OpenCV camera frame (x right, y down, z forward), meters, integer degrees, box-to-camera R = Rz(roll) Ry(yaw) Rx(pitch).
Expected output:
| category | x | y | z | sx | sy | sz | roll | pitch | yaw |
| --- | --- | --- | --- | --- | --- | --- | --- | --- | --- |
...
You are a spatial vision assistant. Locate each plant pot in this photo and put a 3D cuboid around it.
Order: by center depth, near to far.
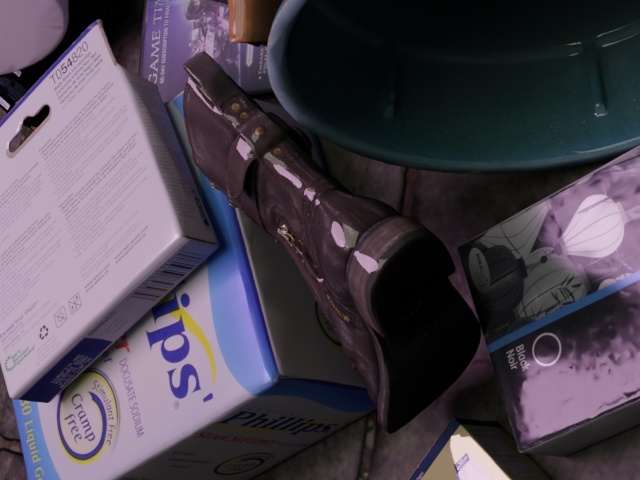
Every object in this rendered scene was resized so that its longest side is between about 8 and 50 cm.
| category | x | y | z | sx | sy | sz | roll | pitch | yaw |
| --- | --- | --- | --- | --- | --- | --- | --- | --- | --- |
| plant pot | 0.128 | -0.268 | 1.068 | 0.341 | 0.341 | 0.334 | -22 | 60 | 37 |

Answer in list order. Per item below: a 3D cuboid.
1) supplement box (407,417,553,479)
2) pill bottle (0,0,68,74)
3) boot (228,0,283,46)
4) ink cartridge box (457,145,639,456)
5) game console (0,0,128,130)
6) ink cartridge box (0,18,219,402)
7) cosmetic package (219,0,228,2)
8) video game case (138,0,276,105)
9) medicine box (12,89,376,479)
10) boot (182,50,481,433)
| category | x | y | z | sx | sy | sz | roll | pitch | yaw |
| --- | --- | --- | --- | --- | --- | --- | --- | --- | --- |
| supplement box | 0.114 | 0.185 | 1.149 | 0.083 | 0.056 | 0.083 | 47 | 112 | 36 |
| pill bottle | -0.338 | -0.363 | 1.491 | 0.224 | 0.224 | 0.392 | -27 | 58 | 35 |
| boot | -0.066 | -0.273 | 1.088 | 0.096 | 0.264 | 0.280 | 1 | 91 | 8 |
| ink cartridge box | 0.252 | 0.010 | 1.061 | 0.332 | 0.065 | 0.165 | -31 | 62 | 32 |
| game console | -0.322 | -0.273 | 1.635 | 0.361 | 0.044 | 0.213 | 39 | 106 | 38 |
| ink cartridge box | -0.195 | -0.022 | 1.270 | 0.223 | 0.045 | 0.224 | -41 | 56 | 28 |
| cosmetic package | -0.035 | -0.249 | 1.306 | 0.238 | 0.107 | 0.127 | 21 | 96 | 44 |
| video game case | -0.054 | -0.220 | 1.399 | 0.274 | 0.026 | 0.196 | -3 | 80 | 42 |
| medicine box | -0.117 | 0.062 | 1.316 | 0.289 | 0.149 | 0.263 | -33 | 61 | 33 |
| boot | 0.000 | 0.000 | 1.136 | 0.091 | 0.263 | 0.229 | -38 | 57 | -18 |
